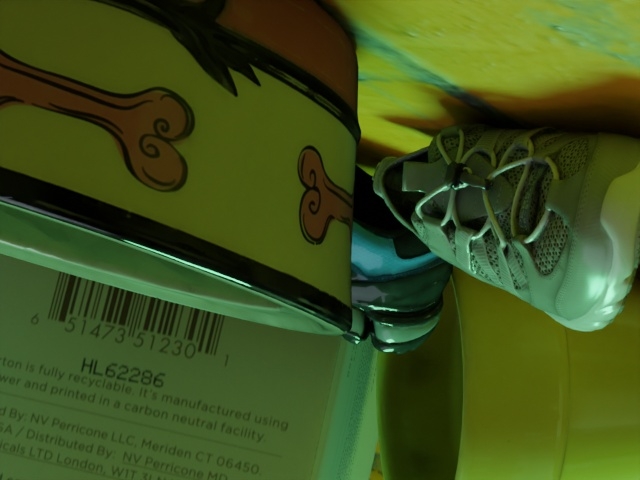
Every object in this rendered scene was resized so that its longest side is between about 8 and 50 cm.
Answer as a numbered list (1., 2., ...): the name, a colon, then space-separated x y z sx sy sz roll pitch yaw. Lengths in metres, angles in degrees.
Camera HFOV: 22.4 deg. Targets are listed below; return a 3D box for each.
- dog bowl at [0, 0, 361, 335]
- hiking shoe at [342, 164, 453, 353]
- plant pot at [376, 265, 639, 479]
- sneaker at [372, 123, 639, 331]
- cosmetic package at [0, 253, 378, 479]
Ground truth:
1. dog bowl: -0.160 -0.077 0.850 0.407 0.150 0.408 16 174 2
2. hiking shoe: -0.043 -0.030 1.145 0.304 0.132 0.113 16 -149 -8
3. plant pot: 0.189 0.118 1.280 0.239 0.254 0.254 2 176 -12
4. sneaker: 0.100 -0.014 0.903 0.115 0.105 0.281 18 174 -12
5. cosmetic package: -0.124 0.139 1.412 0.329 0.328 0.394 11 170 10
